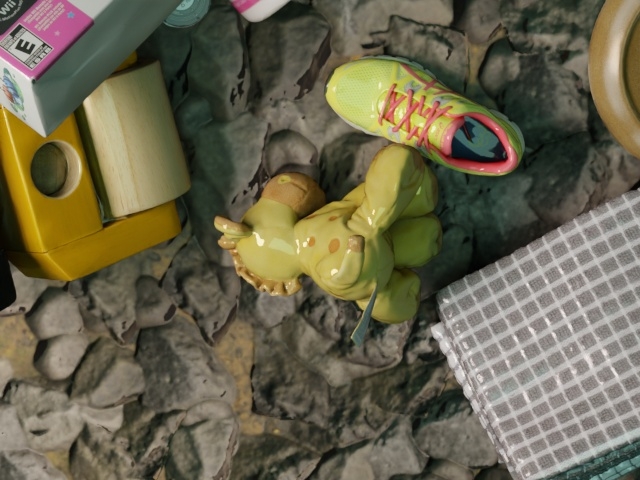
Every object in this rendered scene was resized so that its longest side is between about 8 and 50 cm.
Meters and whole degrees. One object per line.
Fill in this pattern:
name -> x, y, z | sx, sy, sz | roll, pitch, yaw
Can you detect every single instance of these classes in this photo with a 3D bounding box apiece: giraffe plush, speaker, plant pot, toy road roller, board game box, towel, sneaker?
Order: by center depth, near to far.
board game box -> -0.274, -0.266, 1.436 | 0.303, 0.097, 0.224 | 35, 71, 18
speaker -> -0.129, -0.225, 1.539 | 0.055, 0.136, 0.055 | -1, 99, -5
toy road roller -> -0.311, -0.065, 1.564 | 0.329, 0.240, 0.203 | -24, 107, -35
giraffe plush -> 0.000, 0.000, 1.595 | 0.170, 0.210, 0.181 | 12, 135, 25
sneaker -> 0.104, -0.117, 1.598 | 0.208, 0.094, 0.081 | 19, 104, -6
towel -> 0.267, 0.099, 1.603 | 0.283, 0.121, 0.235 | -27, 72, 5
plant pot -> 0.380, -0.174, 1.630 | 0.236, 0.032, 0.236 | -1, 104, -3

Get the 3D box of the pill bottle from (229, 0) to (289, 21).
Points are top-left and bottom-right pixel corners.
pill bottle -> -0.095, -0.349, 1.497 | 0.160, 0.160, 0.283 | -41, 102, 7
